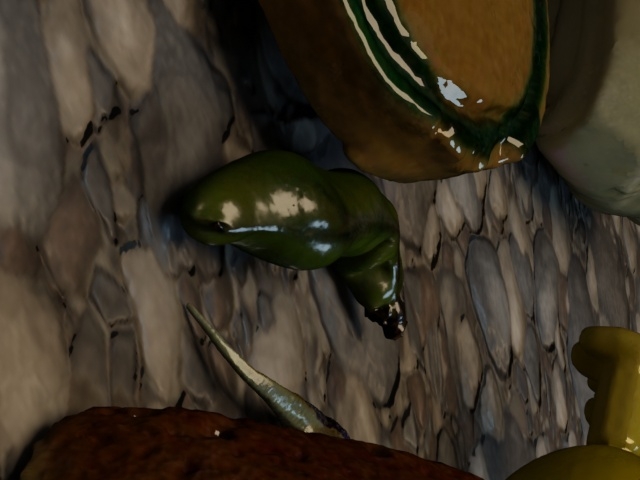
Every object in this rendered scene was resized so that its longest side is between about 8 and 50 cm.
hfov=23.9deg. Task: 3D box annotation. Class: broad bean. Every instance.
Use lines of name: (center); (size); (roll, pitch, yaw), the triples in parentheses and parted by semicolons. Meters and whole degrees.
broad bean: (0.000, -0.007, 0.625); (0.195, 0.046, 0.061); (34, 48, -62)

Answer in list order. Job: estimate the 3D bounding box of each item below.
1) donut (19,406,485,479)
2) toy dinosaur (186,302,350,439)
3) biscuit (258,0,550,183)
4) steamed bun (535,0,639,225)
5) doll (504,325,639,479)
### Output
donut: (0.021, 0.132, 0.502); (0.295, 0.151, 0.112); (50, 28, -50)
toy dinosaur: (-0.002, 0.093, 0.596); (0.058, 0.037, 0.180); (-110, 178, -47)
biscuit: (0.017, -0.198, 0.659); (0.287, 0.057, 0.344); (14, 64, -54)
steamed bun: (0.273, -0.190, 1.073); (0.352, 0.247, 0.339); (24, 58, -58)
doll: (0.130, 0.221, 0.727); (0.199, 0.145, 0.363); (64, 35, -45)
